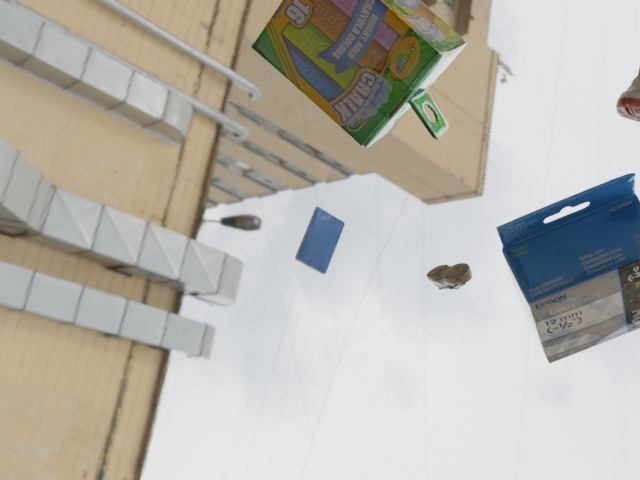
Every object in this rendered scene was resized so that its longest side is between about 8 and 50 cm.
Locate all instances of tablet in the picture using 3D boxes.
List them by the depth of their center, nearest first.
[{"bbox_3d":[0.000,0.000,0.989,0.006,0.054,0.083,-6,-121,59],"label":"tablet"}]

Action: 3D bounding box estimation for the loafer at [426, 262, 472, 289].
[{"bbox_3d":[0.219,0.063,1.168,0.045,0.039,0.125,-36,-171,-15],"label":"loafer"}]

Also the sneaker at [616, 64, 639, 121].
[{"bbox_3d":[0.179,-0.100,0.266,0.087,0.221,0.128,20,-78,12],"label":"sneaker"}]

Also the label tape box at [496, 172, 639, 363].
[{"bbox_3d":[0.485,0.063,1.289,0.249,0.347,0.115,-23,-131,10],"label":"label tape box"}]

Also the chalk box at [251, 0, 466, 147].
[{"bbox_3d":[0.062,-0.196,0.763,0.132,0.213,0.132,-50,178,29],"label":"chalk box"}]
